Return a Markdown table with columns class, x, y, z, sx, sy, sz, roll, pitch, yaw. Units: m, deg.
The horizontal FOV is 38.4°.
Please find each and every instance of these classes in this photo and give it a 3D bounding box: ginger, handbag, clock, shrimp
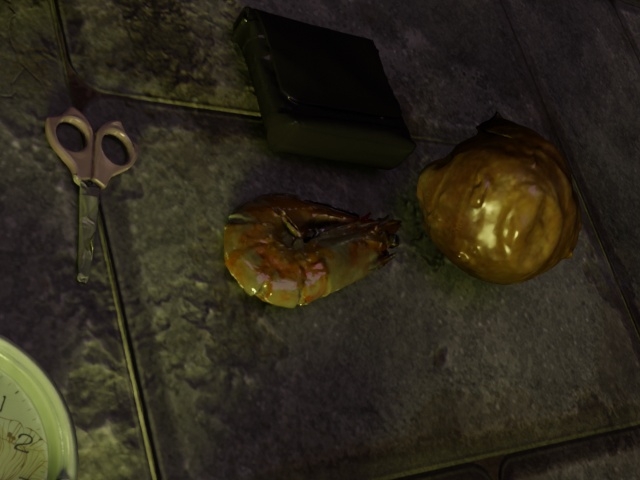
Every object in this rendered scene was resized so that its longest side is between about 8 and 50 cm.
| class | x | y | z | sx | sy | sz | roll | pitch | yaw |
| --- | --- | --- | --- | --- | --- | --- | --- | --- | --- |
| ginger | 0.265 | -0.034 | 1.324 | 0.223 | 0.200 | 0.269 | -48 | 144 | -17 |
| handbag | 0.002 | -0.208 | 1.286 | 0.247 | 0.080 | 0.223 | 5 | 54 | -38 |
| clock | -0.319 | 0.180 | 0.754 | 0.237 | 0.053 | 0.236 | 21 | 51 | -29 |
| shrimp | 0.001 | -0.001 | 1.161 | 0.294 | 0.062 | 0.154 | -11 | 66 | -44 |

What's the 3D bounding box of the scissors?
| class | x | y | z | sx | sy | sz | roll | pitch | yaw |
| --- | --- | --- | --- | --- | --- | --- | --- | --- | --- |
| scissors | -0.249 | -0.051 | 0.992 | 0.110 | 0.021 | 0.212 | 16 | 54 | -32 |
